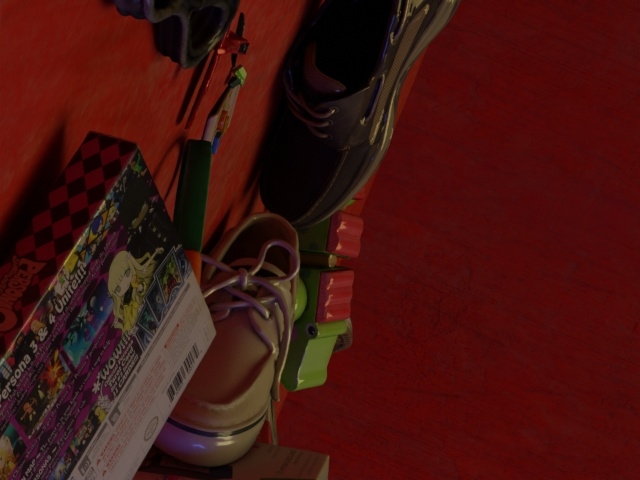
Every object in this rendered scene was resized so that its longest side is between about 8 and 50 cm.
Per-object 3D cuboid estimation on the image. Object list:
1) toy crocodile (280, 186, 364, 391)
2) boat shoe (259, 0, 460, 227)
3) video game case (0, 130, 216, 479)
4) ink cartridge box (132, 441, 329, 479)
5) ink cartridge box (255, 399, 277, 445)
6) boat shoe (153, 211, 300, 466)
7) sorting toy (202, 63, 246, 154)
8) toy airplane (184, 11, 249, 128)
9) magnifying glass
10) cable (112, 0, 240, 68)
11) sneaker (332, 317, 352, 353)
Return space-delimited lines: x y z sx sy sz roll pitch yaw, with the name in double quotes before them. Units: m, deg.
"toy crocodile" 0.000 0.000 1.925 0.115 0.105 0.340 3 94 -56
"boat shoe" 0.014 -0.171 1.775 0.130 0.132 0.355 -8 129 -54
"video game case" -0.151 0.087 1.033 0.232 0.042 0.210 -61 155 -26
"ink cartridge box" -0.110 0.240 1.565 0.154 0.212 0.093 -44 141 -76
"ink cartridge box" -0.093 0.232 1.909 0.218 0.092 0.158 -99 -176 -62
"boat shoe" -0.076 0.066 1.652 0.367 0.136 0.156 -64 175 -64
"sorting toy" -0.082 -0.110 1.479 0.062 0.012 0.083 -61 173 -48
"toy airplane" -0.073 -0.150 1.299 0.151 0.028 0.151 21 90 -85
"magnifying glass" -0.103 0.003 1.321 0.231 0.026 0.092 -95 -164 -55
"cable" -0.070 -0.152 1.059 0.139 0.072 0.287 -59 173 -20
"sneaker" -0.017 0.073 2.242 0.282 0.099 0.153 125 -31 -75
